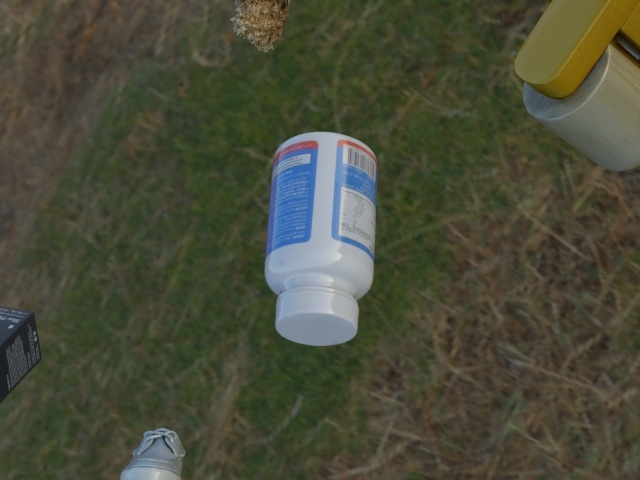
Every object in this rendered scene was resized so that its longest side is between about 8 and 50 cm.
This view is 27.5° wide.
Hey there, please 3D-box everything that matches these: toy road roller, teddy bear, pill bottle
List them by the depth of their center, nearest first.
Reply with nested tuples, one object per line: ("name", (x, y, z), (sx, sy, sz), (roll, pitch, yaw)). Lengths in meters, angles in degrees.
("toy road roller", (0.332, -0.265, 1.467), (0.329, 0.202, 0.240), (-57, 35, 3))
("pill bottle", (0.000, 0.000, 1.474), (0.124, 0.124, 0.221), (-17, 55, 35))
("teddy bear", (-0.091, -0.414, 1.963), (0.113, 0.338, 0.245), (14, 92, 2))

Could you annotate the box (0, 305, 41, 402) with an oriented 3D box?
("box", (-0.531, 0.171, 1.975), (0.156, 0.093, 0.158), (8, 30, 16))

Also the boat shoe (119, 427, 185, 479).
("boat shoe", (-0.222, 0.291, 1.752), (0.079, 0.227, 0.081), (6, 80, -3))
